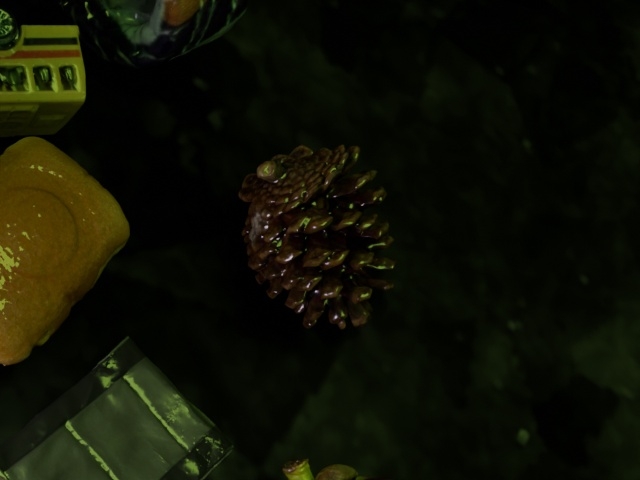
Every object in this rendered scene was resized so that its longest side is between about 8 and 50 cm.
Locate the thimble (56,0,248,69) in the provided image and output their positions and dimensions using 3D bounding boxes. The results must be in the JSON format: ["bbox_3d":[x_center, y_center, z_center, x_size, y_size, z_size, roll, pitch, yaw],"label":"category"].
[{"bbox_3d":[-0.202,-0.320,2.005,0.150,0.237,0.237,-33,83,-42],"label":"thimble"}]

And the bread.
[{"bbox_3d":[-0.318,0.014,1.815,0.174,0.121,0.245,41,49,-2],"label":"bread"}]

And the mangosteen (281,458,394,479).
[{"bbox_3d":[0.029,0.313,1.849,0.181,0.156,0.146,16,80,12],"label":"mangosteen"}]

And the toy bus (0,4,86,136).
[{"bbox_3d":[-0.421,-0.173,1.863,0.335,0.121,0.123,-4,73,-33],"label":"toy bus"}]

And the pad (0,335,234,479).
[{"bbox_3d":[-0.215,0.222,1.823,0.174,0.022,0.233,45,50,1],"label":"pad"}]

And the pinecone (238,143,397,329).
[{"bbox_3d":[-0.002,0.001,1.975,0.168,0.212,0.185,-9,21,-1],"label":"pinecone"}]
